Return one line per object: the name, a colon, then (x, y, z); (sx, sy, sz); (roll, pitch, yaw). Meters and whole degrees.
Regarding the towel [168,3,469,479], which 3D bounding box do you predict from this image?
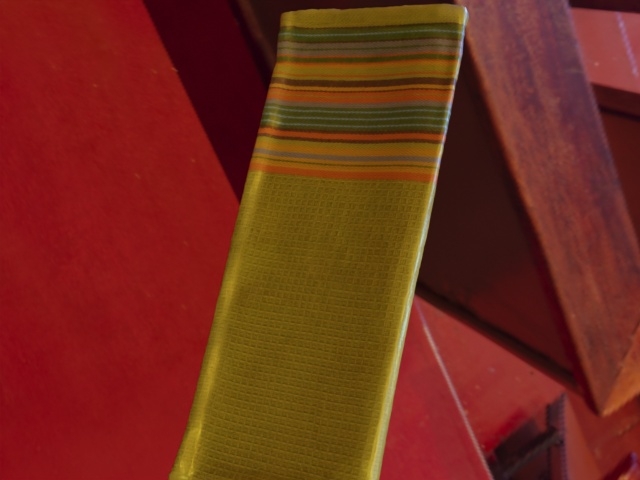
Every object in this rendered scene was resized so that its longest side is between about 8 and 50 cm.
towel: (0.000, 0.000, 0.433); (0.021, 0.102, 0.237); (33, 65, -53)
